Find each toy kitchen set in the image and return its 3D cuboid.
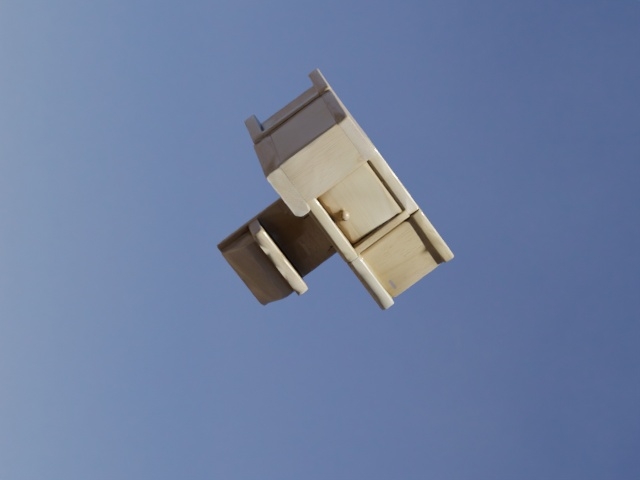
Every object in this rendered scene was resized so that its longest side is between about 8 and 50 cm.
[{"bbox_3d":[0.000,0.000,0.582,0.083,0.068,0.075,52,4,-19],"label":"toy kitchen set"}]
